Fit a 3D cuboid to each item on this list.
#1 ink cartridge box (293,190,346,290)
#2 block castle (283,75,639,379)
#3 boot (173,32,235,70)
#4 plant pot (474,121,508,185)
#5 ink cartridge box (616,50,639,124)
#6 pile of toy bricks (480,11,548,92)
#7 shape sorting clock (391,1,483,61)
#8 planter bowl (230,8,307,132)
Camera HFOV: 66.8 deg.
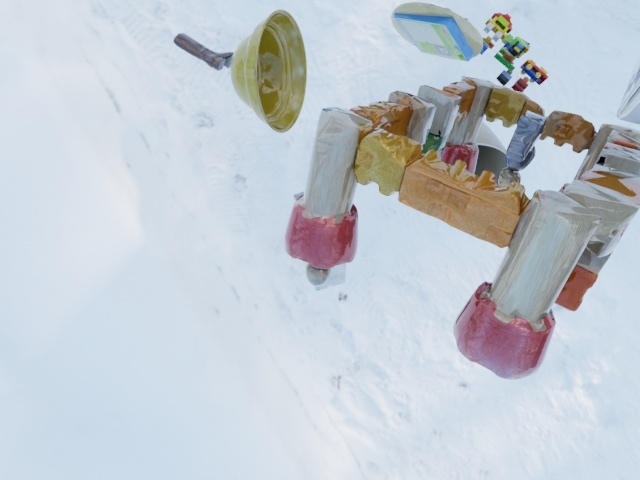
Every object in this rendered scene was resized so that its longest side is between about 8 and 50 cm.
[{"bbox_3d":[0.000,0.000,0.993,0.072,0.128,0.175,-16,141,-14],"label":"ink cartridge box"},{"bbox_3d":[0.202,-0.047,0.611,0.302,0.453,0.213,29,125,25],"label":"block castle"},{"bbox_3d":[-0.244,-0.405,1.027,0.114,0.106,0.037,29,119,0],"label":"boot"},{"bbox_3d":[0.388,-0.252,1.372,0.256,0.274,0.257,1,137,1],"label":"plant pot"},{"bbox_3d":[0.383,-0.210,0.347,0.207,0.117,0.283,21,90,18],"label":"ink cartridge box"},{"bbox_3d":[0.512,-0.498,1.280,0.212,0.105,0.118,44,162,0],"label":"pile of toy bricks"},{"bbox_3d":[0.248,-0.445,1.034,0.206,0.206,0.040,27,94,4],"label":"shape sorting clock"},{"bbox_3d":[-0.108,-0.318,0.920,0.090,0.217,0.217,9,115,21],"label":"planter bowl"}]
